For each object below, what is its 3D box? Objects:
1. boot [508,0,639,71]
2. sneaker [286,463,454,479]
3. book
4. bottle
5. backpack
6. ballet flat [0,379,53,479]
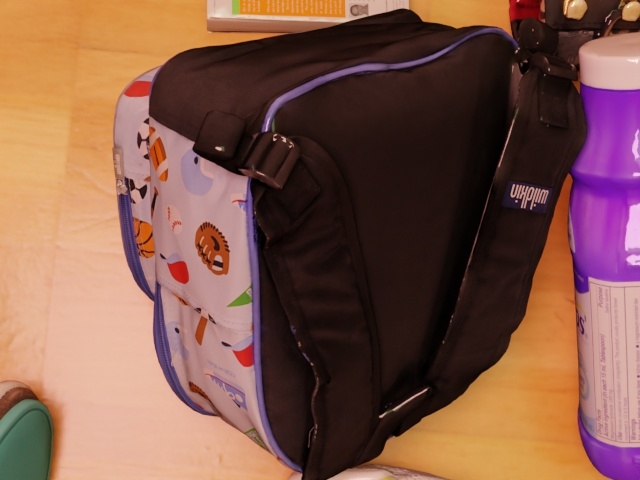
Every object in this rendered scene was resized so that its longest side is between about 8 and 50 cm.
[{"bbox_3d":[0.282,-0.136,0.936,0.284,0.138,0.377,-3,83,-4],"label":"boot"},{"bbox_3d":[0.087,0.222,0.906,0.240,0.091,0.126,11,84,-4],"label":"sneaker"},{"bbox_3d":[-0.009,-0.198,0.976,0.144,0.035,0.096,1,81,-4],"label":"book"},{"bbox_3d":[0.206,0.011,0.876,0.092,0.118,0.283,-3,111,12],"label":"bottle"},{"bbox_3d":[0.000,0.000,0.840,0.276,0.213,0.263,-18,115,-37],"label":"backpack"},{"bbox_3d":[-0.280,0.278,0.861,0.139,0.139,0.400,11,80,-3],"label":"ballet flat"}]
